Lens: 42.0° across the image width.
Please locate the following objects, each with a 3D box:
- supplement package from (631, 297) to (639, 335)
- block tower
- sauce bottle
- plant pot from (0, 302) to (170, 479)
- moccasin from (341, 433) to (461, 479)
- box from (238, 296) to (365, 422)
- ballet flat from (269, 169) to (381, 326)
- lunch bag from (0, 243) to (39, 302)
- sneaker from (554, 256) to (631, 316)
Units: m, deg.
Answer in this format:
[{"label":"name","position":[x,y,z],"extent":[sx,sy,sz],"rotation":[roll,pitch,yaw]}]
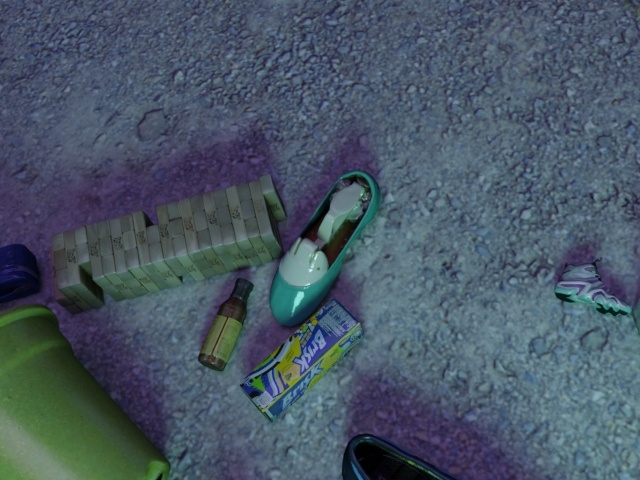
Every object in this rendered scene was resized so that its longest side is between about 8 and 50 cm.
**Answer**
[{"label":"supplement package","position":[0.474,0.154,0.956],"extent":[0.133,0.139,0.244],"rotation":[-13,61,2]},{"label":"block tower","position":[-0.212,0.009,1.173],"extent":[0.335,0.091,0.097],"rotation":[-17,63,2]},{"label":"sauce bottle","position":[-0.125,0.113,1.134],"extent":[0.042,0.042,0.128],"rotation":[17,67,17]},{"label":"plant pot","position":[-0.330,0.260,0.993],"extent":[0.254,0.276,0.276],"rotation":[37,75,12]},{"label":"moccasin","position":[0.149,0.335,0.907],"extent":[0.342,0.117,0.138],"rotation":[25,60,28]},{"label":"box","position":[-0.023,0.156,1.084],"extent":[0.169,0.059,0.054],"rotation":[-41,64,-11]},{"label":"ballet flat","position":[0.000,0.000,1.142],"extent":[0.083,0.087,0.247],"rotation":[27,72,20]},{"label":"lunch bag","position":[-0.460,0.055,1.204],"extent":[0.098,0.067,0.065],"rotation":[-17,62,2]},{"label":"sneaker","position":[0.359,0.054,1.080],"extent":[0.098,0.038,0.069],"rotation":[19,70,17]}]
